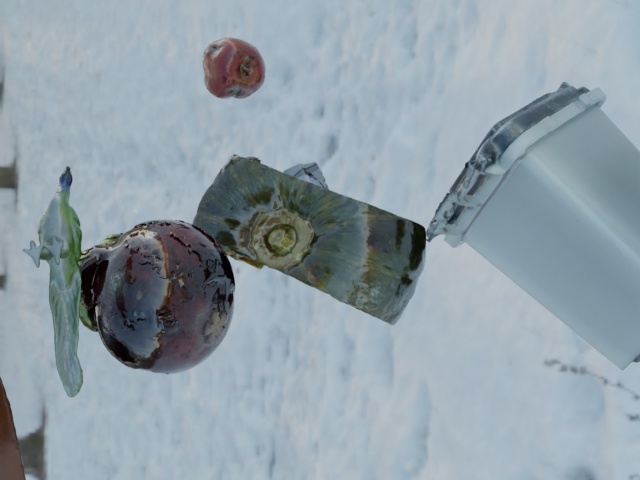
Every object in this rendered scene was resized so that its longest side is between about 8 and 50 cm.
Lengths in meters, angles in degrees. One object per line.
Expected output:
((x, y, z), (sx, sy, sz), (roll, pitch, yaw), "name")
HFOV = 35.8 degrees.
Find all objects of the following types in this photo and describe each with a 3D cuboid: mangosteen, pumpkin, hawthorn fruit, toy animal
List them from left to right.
((-0.242, 0.035, 0.915), (0.075, 0.041, 0.217), (69, -165, -79), "toy animal")
((-0.181, 0.055, 1.039), (0.166, 0.180, 0.166), (12, -90, -71), "mangosteen")
((-0.114, -0.228, 1.317), (0.093, 0.093, 0.093), (-177, 90, -67), "hawthorn fruit")
((0.001, -0.001, 1.293), (0.139, 0.280, 0.190), (-66, -19, 1), "pumpkin")

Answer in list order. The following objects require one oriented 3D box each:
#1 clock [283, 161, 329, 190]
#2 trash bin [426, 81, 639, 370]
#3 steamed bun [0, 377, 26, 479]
((0.011, -0.040, 1.883), (0.186, 0.083, 0.253), (59, 180, 11), "clock")
((0.370, -0.010, 1.415), (0.368, 0.296, 0.256), (47, 138, 15), "trash bin")
((-0.494, 0.340, 1.218), (0.248, 0.235, 0.379), (-26, 74, 50), "steamed bun")
